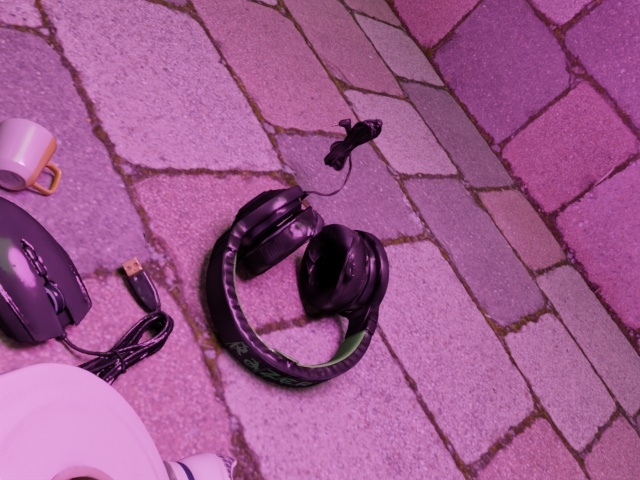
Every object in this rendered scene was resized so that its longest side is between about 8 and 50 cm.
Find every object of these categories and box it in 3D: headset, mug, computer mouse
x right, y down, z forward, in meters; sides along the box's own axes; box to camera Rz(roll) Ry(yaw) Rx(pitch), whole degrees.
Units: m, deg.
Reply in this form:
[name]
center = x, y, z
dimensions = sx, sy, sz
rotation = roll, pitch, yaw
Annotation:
[headset]
center = 0.000, 0.000, 0.807
dimensions = 0.243, 0.185, 0.394
rotation = 33, 48, -22
[mug]
center = -0.326, -0.088, 0.651
dimensions = 0.078, 0.062, 0.064
rotation = 20, 50, -25
[computer mouse]
center = -0.260, 0.030, 0.603
dimensions = 0.262, 0.060, 0.184
rotation = 52, 35, 5

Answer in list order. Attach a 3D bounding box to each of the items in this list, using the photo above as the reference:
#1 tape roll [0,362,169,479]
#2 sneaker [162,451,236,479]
[tape roll]
center = -0.177, 0.219, 0.342
dimensions = 0.286, 0.100, 0.286
rotation = -17, 90, -84
[sneaker]
center = -0.081, 0.302, 0.514
dimensions = 0.095, 0.090, 0.235
rotation = 16, 46, -51
